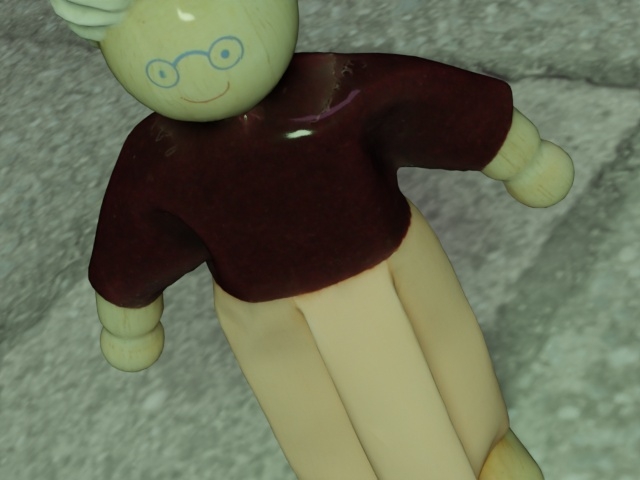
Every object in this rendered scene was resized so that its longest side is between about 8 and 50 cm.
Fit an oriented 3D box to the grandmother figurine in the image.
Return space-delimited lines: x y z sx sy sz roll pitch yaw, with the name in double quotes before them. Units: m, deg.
"grandmother figurine" 0.000 0.000 0.472 0.208 0.342 0.104 -28 37 -1
